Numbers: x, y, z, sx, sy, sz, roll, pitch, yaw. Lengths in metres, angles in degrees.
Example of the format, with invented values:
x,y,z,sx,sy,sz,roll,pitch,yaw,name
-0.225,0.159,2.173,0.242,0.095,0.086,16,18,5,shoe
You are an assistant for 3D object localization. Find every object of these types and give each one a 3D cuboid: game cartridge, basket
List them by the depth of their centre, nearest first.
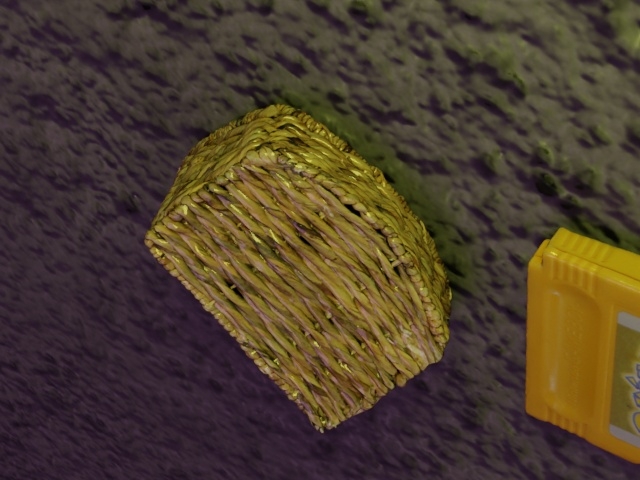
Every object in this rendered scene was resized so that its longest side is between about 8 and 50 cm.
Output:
x,y,z,sx,sy,sz,roll,pitch,yaw,name
0.346,0.139,1.461,0.323,0.053,0.285,21,146,23,game cartridge
0.000,0.000,1.594,0.213,0.223,0.299,-37,105,21,basket
